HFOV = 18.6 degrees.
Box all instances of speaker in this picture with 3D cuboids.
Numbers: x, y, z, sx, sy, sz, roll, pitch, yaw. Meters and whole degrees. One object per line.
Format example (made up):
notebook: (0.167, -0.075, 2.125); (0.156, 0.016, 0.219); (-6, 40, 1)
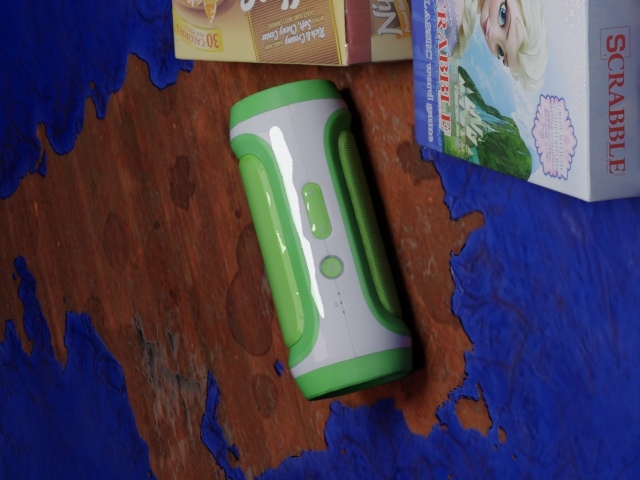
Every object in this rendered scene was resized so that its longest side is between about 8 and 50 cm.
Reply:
speaker: (0.000, 0.000, 1.901); (0.131, 0.131, 0.297); (-27, 76, 55)

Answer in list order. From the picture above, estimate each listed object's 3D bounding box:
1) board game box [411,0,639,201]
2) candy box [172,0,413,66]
board game box: (0.165, -0.213, 1.595); (0.318, 0.066, 0.319); (-155, 60, -66)
candy box: (-0.036, -0.267, 1.921); (0.316, 0.087, 0.183); (9, 105, 54)
